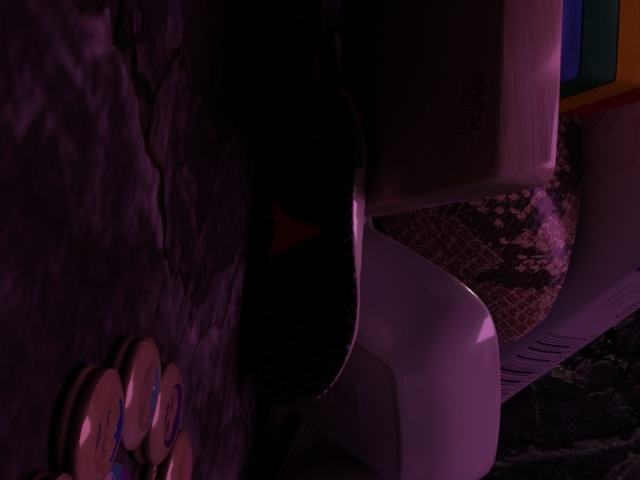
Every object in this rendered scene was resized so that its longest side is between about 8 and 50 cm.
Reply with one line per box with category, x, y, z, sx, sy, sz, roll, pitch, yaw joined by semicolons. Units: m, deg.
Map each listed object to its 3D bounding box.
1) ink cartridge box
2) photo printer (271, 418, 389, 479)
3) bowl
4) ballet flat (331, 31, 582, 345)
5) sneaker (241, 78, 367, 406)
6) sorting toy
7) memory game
ink cartridge box;0.162;-0.097;0.856;0.324;0.071;0.330;-45;-130;38
photo printer;0.019;0.233;0.766;0.307;0.107;0.256;-49;146;-77
bowl;0.028;0.066;0.633;0.053;0.142;0.142;-32;135;-32
ballet flat;0.080;-0.179;0.764;0.182;0.164;0.483;22;70;-59
sneaker;0.000;0.000;0.580;0.075;0.057;0.161;-36;131;-72
sorting toy;0.083;-0.143;0.552;0.255;0.089;0.257;173;-80;-77
memory game;-0.069;0.122;0.370;0.186;0.012;0.186;7;90;-82
